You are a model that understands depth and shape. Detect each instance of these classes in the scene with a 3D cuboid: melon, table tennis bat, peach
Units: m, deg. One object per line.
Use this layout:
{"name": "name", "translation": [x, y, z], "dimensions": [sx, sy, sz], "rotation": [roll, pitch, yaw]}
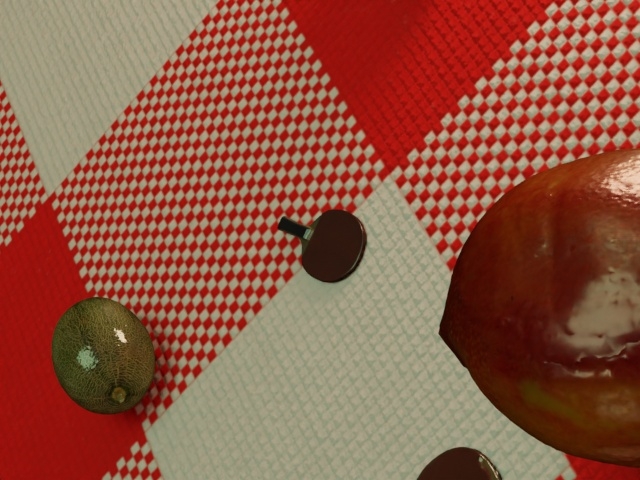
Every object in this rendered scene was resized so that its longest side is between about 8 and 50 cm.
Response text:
{"name": "melon", "translation": [-0.293, 0.159, 2.375], "dimensions": [0.139, 0.139, 0.192], "rotation": [-49, 41, 16]}
{"name": "table tennis bat", "translation": [0.000, 0.000, 2.255], "dimensions": [0.158, 0.014, 0.095], "rotation": [24, 90, 45]}
{"name": "peach", "translation": [0.301, 0.064, 1.721], "dimensions": [0.372, 0.290, 0.373], "rotation": [-17, 58, 29]}
{"name": "table tennis bat", "translation": [0.164, 0.331, 1.931], "dimensions": [0.131, 0.022, 0.234], "rotation": [-42, 45, 21]}
